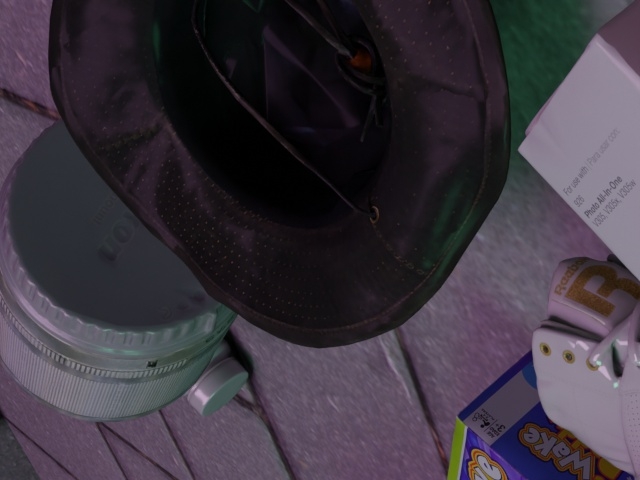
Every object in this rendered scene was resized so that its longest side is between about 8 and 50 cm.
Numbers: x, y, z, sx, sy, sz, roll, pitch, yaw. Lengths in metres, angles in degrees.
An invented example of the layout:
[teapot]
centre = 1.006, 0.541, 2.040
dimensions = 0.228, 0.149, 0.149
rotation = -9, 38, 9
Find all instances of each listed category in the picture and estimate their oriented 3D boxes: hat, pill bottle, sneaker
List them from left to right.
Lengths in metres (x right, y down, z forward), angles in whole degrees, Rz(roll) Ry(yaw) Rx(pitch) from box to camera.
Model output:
[pill bottle]
centre = -0.143, 0.112, 1.397
dimensions = 0.137, 0.078, 0.078
rotation = 45, 155, 18
[hat]
centre = -0.006, -0.109, 0.774
dimensions = 0.331, 0.134, 0.331
rotation = 22, 130, 28
[sneaker]
centre = 0.182, 0.052, 0.681
dimensions = 0.169, 0.108, 0.292
rotation = 38, 153, 25

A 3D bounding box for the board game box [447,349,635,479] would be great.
[board game box]
centre = 0.196, 0.263, 0.979
dimensions = 0.233, 0.078, 0.347
rotation = 41, 154, 27

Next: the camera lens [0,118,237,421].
[camera lens]
centre = -0.176, 0.027, 1.164
dimensions = 0.219, 0.219, 0.274
rotation = 50, 156, 8

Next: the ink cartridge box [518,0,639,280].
[ink cartridge box]
centre = 0.203, -0.017, 0.486
dimensions = 0.212, 0.154, 0.093
rotation = 48, 156, 13
